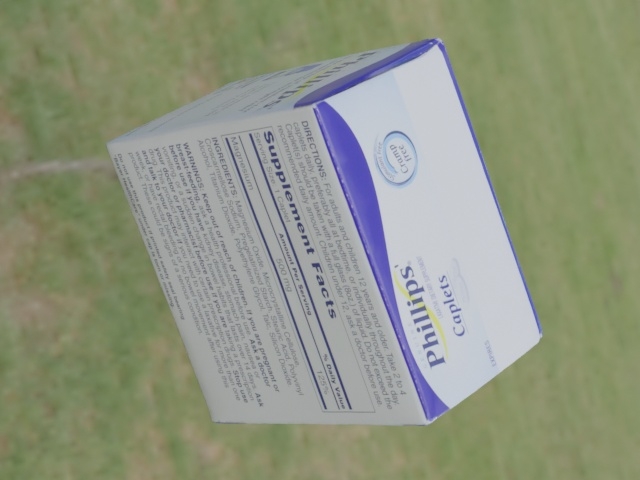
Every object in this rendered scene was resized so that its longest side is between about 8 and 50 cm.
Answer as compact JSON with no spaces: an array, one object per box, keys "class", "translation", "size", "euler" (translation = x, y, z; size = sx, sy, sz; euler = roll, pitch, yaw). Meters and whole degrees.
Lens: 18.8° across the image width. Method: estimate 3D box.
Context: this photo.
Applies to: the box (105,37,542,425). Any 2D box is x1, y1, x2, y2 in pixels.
[{"class":"box","translation":[0.000,0.000,0.747],"size":[0.072,0.137,0.126],"euler":[-29,105,-37]}]
